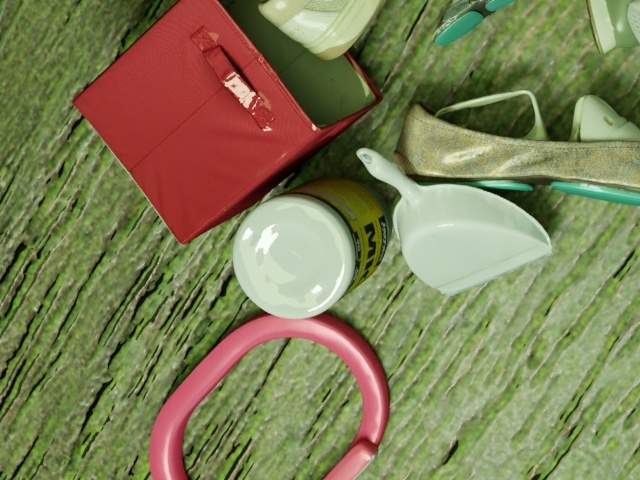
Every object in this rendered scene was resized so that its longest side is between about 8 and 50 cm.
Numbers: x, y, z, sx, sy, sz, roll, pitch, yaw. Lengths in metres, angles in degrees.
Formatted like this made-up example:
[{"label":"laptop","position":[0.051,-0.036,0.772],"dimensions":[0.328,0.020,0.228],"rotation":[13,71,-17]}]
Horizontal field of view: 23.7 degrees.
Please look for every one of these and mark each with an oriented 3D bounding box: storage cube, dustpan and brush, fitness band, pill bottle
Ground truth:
[{"label":"storage cube","position":[-0.087,-0.138,1.510],"dimensions":[0.193,0.215,0.183],"rotation":[-38,89,25]},{"label":"dustpan and brush","position":[0.110,-0.027,1.497],"dimensions":[0.147,0.211,0.060],"rotation":[-25,52,38]},{"label":"fitness band","position":[-0.056,0.204,1.645],"dimensions":[0.209,0.054,0.291],"rotation":[45,107,7]},{"label":"pill bottle","position":[0.000,0.000,1.506],"dimensions":[0.119,0.208,0.119],"rotation":[3,101,16]}]

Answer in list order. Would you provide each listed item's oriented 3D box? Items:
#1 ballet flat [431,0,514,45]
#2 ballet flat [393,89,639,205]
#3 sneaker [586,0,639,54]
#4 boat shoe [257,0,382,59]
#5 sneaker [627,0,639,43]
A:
[{"label":"ballet flat","position":[0.156,-0.237,1.515],"dimensions":[0.114,0.041,0.041],"rotation":[-31,91,18]},{"label":"ballet flat","position":[0.224,-0.093,1.487],"dimensions":[0.316,0.107,0.106],"rotation":[5,90,14]},{"label":"sneaker","position":[0.289,-0.279,1.457],"dimensions":[0.086,0.064,0.192],"rotation":[-11,97,9]},{"label":"boat shoe","position":[0.047,-0.321,1.446],"dimensions":[0.098,0.109,0.302],"rotation":[33,87,-24]},{"label":"sneaker","position":[0.411,-0.154,1.428],"dimensions":[0.151,0.094,0.256],"rotation":[-35,107,-5]}]
